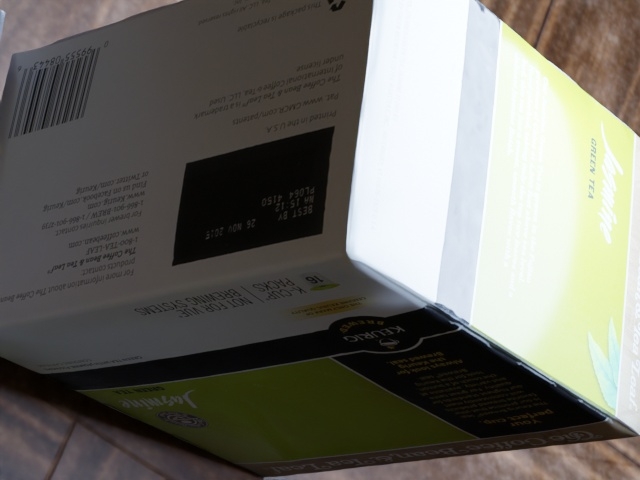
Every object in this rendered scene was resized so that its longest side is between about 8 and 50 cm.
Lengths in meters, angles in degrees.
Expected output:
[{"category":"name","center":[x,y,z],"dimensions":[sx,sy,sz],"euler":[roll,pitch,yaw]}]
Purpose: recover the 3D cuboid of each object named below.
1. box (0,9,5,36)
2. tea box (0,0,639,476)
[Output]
[{"category":"box","center":[-0.409,-0.057,1.206],"dimensions":[0.395,0.097,0.318],"euler":[18,67,-30]},{"category":"tea box","center":[0.000,0.000,1.294],"dimensions":[0.323,0.329,0.220],"euler":[33,56,-44]}]
